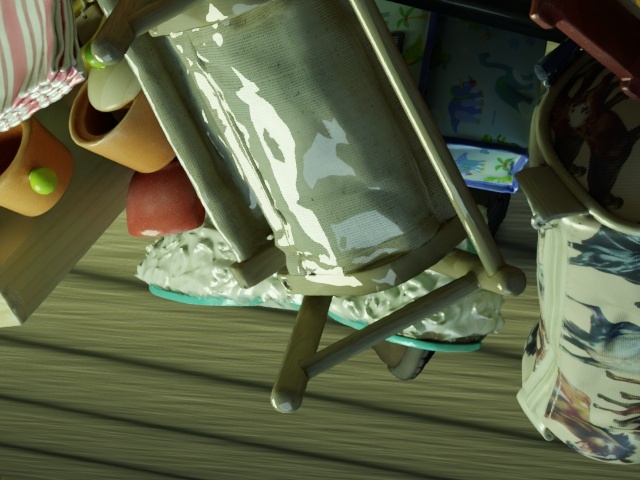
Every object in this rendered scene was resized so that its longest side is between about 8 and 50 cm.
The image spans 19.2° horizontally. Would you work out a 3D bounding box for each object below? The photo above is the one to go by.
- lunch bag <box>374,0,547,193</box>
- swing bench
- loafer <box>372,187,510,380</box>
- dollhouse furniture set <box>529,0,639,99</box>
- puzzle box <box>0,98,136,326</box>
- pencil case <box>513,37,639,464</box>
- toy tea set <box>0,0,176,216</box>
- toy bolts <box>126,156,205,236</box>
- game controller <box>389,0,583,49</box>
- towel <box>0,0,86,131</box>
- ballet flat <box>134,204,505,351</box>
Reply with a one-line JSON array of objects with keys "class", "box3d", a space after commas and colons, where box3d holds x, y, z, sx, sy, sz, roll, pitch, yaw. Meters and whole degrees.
[{"class": "lunch bag", "box3d": [0.078, -0.115, 1.321, 0.151, 0.128, 0.096, 10, 161, 3]}, {"class": "swing bench", "box3d": [-0.022, -0.075, 1.170, 0.165, 0.253, 0.254, -27, -160, 1]}, {"class": "loafer", "box3d": [0.085, 0.007, 1.737, 0.130, 0.134, 0.366, 34, 155, 11]}, {"class": "dollhouse furniture set", "box3d": [0.151, -0.219, 0.933, 0.201, 0.152, 0.374, -7, 156, 41]}, {"class": "puzzle box", "box3d": [-0.328, -0.019, 1.616, 0.409, 0.272, 0.052, -6, 125, 39]}, {"class": "pencil case", "box3d": [0.217, 0.018, 1.319, 0.184, 0.160, 0.410, -16, 151, -4]}, {"class": "toy tea set", "box3d": [-0.233, -0.113, 1.396, 0.336, 0.200, 0.124, -16, 142, 39]}, {"class": "toy bolts", "box3d": [-0.051, -0.111, 1.475, 0.229, 0.158, 0.218, -7, -162, 17]}, {"class": "game controller", "box3d": [0.156, -0.185, 1.211, 0.319, 0.067, 0.166, 12, 147, -10]}, {"class": "towel", "box3d": [-0.239, -0.147, 1.324, 0.029, 0.144, 0.197, -4, 165, -44]}, {"class": "ballet flat", "box3d": [0.000, 0.000, 1.590, 0.409, 0.147, 0.147, 9, 167, 46]}]
